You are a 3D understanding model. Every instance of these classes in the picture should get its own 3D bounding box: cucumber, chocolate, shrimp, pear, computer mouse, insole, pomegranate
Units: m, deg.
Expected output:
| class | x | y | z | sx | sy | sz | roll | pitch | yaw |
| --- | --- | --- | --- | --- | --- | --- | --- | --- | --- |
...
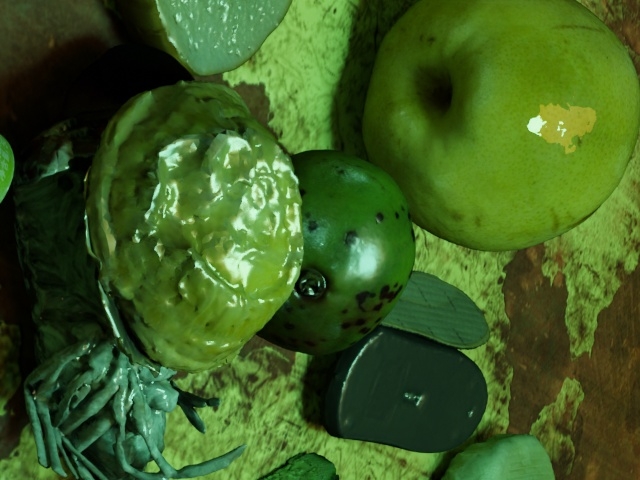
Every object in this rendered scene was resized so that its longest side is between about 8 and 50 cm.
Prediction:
| class | x | y | z | sx | sy | sz | roll | pitch | yaw |
| --- | --- | --- | --- | --- | --- | --- | --- | --- | --- |
| cucumber | -0.040 | 0.325 | 1.705 | 0.115 | 0.086 | 0.193 | 21 | 90 | -58 |
| chocolate | -0.160 | -0.089 | 1.355 | 0.127 | 0.124 | 0.133 | -30 | 153 | -54 |
| shrimp | -0.181 | 0.088 | 1.358 | 0.221 | 0.166 | 0.410 | -38 | 118 | -40 |
| pear | 0.194 | -0.134 | 1.711 | 0.314 | 0.314 | 0.314 | -24 | 120 | -50 |
| computer mouse | 0.085 | 0.168 | 1.823 | 0.270 | 0.086 | 0.137 | 19 | 90 | -47 |
| insole | 0.102 | 0.071 | 1.814 | 0.009 | 0.119 | 0.348 | -44 | 149 | 22 |
| pomegranate | 0.000 | 0.000 | 1.575 | 0.248 | 0.202 | 0.202 | -68 | 158 | -68 |

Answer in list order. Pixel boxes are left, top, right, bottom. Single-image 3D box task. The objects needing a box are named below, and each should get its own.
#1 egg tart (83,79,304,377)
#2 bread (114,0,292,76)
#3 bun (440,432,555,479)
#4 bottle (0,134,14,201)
| class | x | y | z | sx | sy | sz | roll | pitch | yaw |
| --- | --- | --- | --- | --- | --- | --- | --- | --- | --- |
| egg tart | -0.086 | -0.012 | 1.275 | 0.232 | 0.098 | 0.252 | 26 | 71 | -45 |
| bread | -0.105 | -0.263 | 1.416 | 0.236 | 0.070 | 0.236 | -22 | 117 | -50 |
| bun | 0.221 | 0.350 | 2.067 | 0.221 | 0.108 | 0.221 | -5 | 97 | -54 |
| bottle | -0.342 | -0.119 | 1.095 | 0.330 | 0.093 | 0.093 | 47 | 62 | -51 |
